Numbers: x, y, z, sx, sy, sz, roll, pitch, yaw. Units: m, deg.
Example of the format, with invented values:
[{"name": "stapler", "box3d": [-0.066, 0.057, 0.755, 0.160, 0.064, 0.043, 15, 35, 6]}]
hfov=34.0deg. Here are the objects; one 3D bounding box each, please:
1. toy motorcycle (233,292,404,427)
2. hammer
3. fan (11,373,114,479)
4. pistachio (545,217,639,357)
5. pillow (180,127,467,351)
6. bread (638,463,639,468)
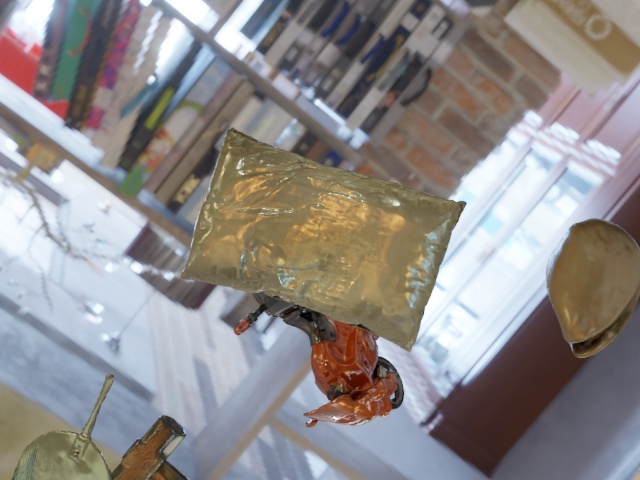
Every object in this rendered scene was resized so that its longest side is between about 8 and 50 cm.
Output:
[{"name": "toy motorcycle", "box3d": [0.009, 0.163, 1.642, 0.325, 0.148, 0.221, 55, -144, -5]}, {"name": "hammer", "box3d": [-0.091, 0.367, 1.270, 0.365, 0.111, 0.043, 40, -178, 3]}, {"name": "fan", "box3d": [-0.227, 0.204, 0.962, 0.113, 0.175, 0.005, 23, 180, 24]}, {"name": "pistachio", "box3d": [0.435, 0.073, 1.682, 0.153, 0.237, 0.138, 0, 148, 40]}, {"name": "pillow", "box3d": [0.000, 0.000, 0.943, 0.230, 0.148, 0.050, 17, -165, 5]}, {"name": "bread", "box3d": [0.448, 0.206, 1.041, 0.136, 0.241, 0.107, 54, -179, 31]}]
